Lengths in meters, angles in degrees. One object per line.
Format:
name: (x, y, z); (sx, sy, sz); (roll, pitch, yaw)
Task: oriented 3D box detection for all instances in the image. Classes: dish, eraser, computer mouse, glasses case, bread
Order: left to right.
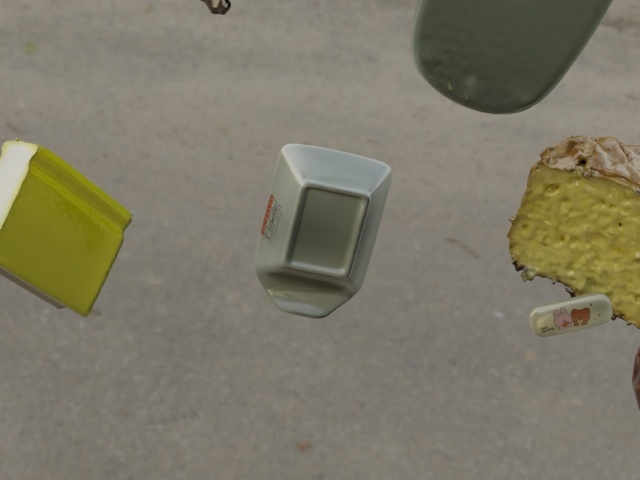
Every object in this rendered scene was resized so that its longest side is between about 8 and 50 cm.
eraser: (-0.343, -0.014, 1.495); (0.069, 0.226, 0.158); (11, 71, 30)
dish: (0.000, 0.000, 1.556); (0.154, 0.234, 0.064); (11, 22, -8)
computer mouse: (0.140, -0.184, 0.811); (0.128, 0.231, 0.079); (26, 40, -3)
glasses case: (0.249, 0.074, 1.179); (0.083, 0.032, 0.021); (-13, 11, 0)
bread: (0.337, -0.010, 1.241); (0.261, 0.160, 0.147); (24, 36, 11)

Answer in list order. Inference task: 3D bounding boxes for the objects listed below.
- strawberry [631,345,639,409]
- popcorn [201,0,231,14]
strawberry: (0.533, 0.075, 1.439); (0.310, 0.291, 0.291); (-3, 33, 5)
popcorn: (-0.073, -0.388, 1.199); (0.349, 0.381, 0.349); (14, 50, -17)
